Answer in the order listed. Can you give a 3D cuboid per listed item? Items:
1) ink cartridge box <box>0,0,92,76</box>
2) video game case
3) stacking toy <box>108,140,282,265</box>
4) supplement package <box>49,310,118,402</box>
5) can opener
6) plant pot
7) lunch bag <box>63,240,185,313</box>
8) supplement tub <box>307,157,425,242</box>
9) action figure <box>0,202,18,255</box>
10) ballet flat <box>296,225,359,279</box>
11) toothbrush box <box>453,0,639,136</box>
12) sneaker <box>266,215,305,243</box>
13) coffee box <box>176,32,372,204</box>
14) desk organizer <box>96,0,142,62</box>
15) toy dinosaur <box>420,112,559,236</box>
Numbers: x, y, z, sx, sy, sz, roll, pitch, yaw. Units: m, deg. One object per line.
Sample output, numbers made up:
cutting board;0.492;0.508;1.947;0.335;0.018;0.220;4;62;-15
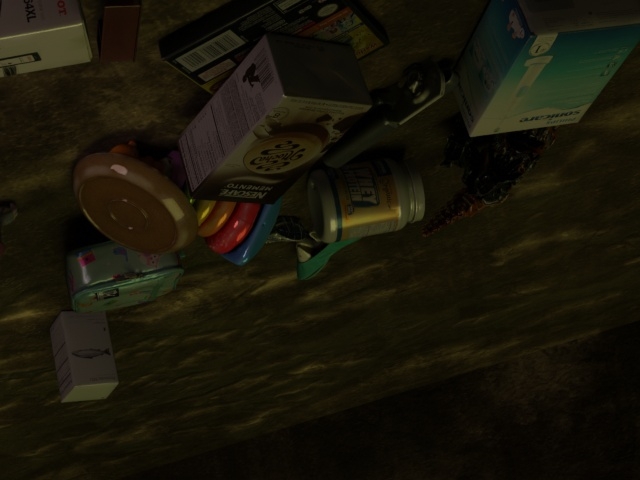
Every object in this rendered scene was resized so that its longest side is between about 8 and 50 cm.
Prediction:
ink cartridge box;-0.396;-0.284;1.385;0.203;0.148;0.086;-13;155;-9
video game case;-0.065;-0.298;1.706;0.275;0.035;0.248;-25;155;19
stacking toy;-0.234;-0.090;1.944;0.302;0.175;0.166;24;-177;-29
supplement package;-0.521;0.253;2.473;0.105;0.179;0.105;-1;153;-31
can opener;0.122;-0.215;1.959;0.095;0.076;0.283;10;147;-44
plant pot;-0.321;-0.052;1.907;0.236;0.032;0.236;15;142;13
lunch bag;-0.375;0.064;2.165;0.224;0.108;0.279;-11;172;-15
supplement tub;0.086;-0.080;2.152;0.200;0.144;0.144;-11;156;-12
action figure;-0.607;0.024;1.821;0.248;0.275;0.370;-17;144;-11
ballet flat;0.000;0.000;2.383;0.087;0.083;0.247;27;137;-24
toothbrush box;0.367;-0.305;1.844;0.216;0.126;0.295;-10;155;-16
sneaker;-0.096;-0.019;2.307;0.135;0.052;0.058;7;159;-28
coffee box;-0.079;-0.181;1.760;0.168;0.119;0.297;1;151;-36
desk organizer;-0.279;-0.300;1.551;0.050;0.047;0.130;-5;155;-17
toy dinosaur;0.328;-0.123;2.145;0.322;0.164;0.218;-63;157;-5
